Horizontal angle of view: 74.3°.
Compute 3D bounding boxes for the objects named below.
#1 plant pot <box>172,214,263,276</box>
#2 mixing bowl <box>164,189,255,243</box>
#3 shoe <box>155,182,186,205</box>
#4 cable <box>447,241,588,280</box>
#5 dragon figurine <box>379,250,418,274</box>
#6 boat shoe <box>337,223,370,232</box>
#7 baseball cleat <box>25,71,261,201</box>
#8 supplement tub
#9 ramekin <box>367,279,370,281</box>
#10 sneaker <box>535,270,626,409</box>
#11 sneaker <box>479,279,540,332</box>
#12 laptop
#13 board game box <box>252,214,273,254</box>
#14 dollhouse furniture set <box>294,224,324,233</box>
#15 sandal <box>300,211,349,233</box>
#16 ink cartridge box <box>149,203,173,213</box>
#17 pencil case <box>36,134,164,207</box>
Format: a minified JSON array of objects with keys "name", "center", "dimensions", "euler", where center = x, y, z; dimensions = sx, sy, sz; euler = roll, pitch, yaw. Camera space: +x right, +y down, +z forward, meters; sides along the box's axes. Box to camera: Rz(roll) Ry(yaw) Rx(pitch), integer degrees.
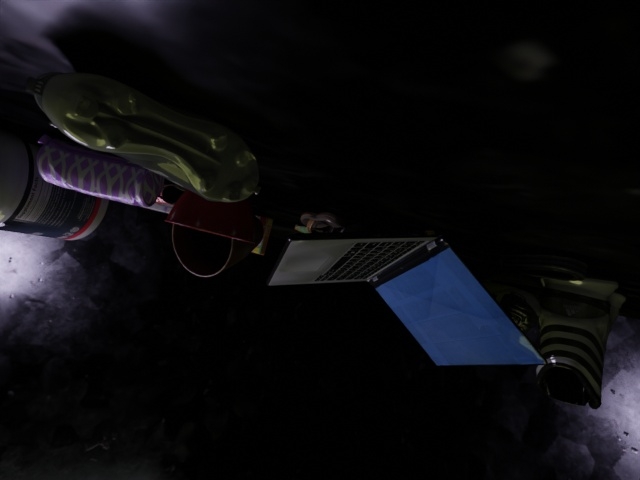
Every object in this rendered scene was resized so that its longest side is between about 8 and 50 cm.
[{"name":"plant pot","center":[-0.276,-0.020,1.256],"dimensions":[0.215,0.216,0.230],"euler":[12,-168,25]},{"name":"mixing bowl","center":[-0.208,-0.062,0.843],"dimensions":[0.181,0.098,0.181],"euler":[13,177,1]},{"name":"shoe","center":[-0.410,-0.123,1.039],"dimensions":[0.177,0.064,0.081],"euler":[9,178,-30]},{"name":"cable","center":[0.318,0.026,0.774],"dimensions":[0.139,0.072,0.287],"euler":[33,156,-26]},{"name":"dragon figurine","center":[0.234,0.063,1.189],"dimensions":[0.085,0.144,0.289],"euler":[15,145,-29]},{"name":"boat shoe","center":[0.096,0.017,0.973],"dimensions":[0.068,0.081,0.227],"euler":[-12,164,37]},{"name":"baseball cleat","center":[-0.145,-0.096,0.383],"dimensions":[0.109,0.072,0.205],"euler":[28,-179,34]},{"name":"supplement tub","center":[-0.597,-0.109,0.853],"dimensions":[0.191,0.191,0.272],"euler":[13,177,23]},{"name":"ramekin","center":[0.269,0.104,1.479],"dimensions":[0.272,0.127,0.273],"euler":[14,177,1]},{"name":"sneaker","center":[0.535,0.207,0.912],"dimensions":[0.169,0.258,0.447],"euler":[11,176,37]},{"name":"sneaker","center":[0.310,0.118,0.939],"dimensions":[0.145,0.147,0.384],"euler":[50,157,-15]},{"name":"laptop","center":[0.118,0.144,0.833],"dimensions":[0.407,0.237,0.382],"euler":[-1,164,-13]},{"name":"board game box","center":[-0.289,-0.037,1.455],"dimensions":[0.259,0.124,0.039],"euler":[12,175,31]},{"name":"dollhouse furniture set","center":[-0.018,-0.007,1.394],"dimensions":[0.076,0.059,0.151],"euler":[10,176,44]},{"name":"sandal","center":[0.003,-0.031,0.920],"dimensions":[0.072,0.049,0.180],"euler":[15,177,-24]},{"name":"ink cartridge box","center":[-0.516,-0.126,1.372],"dimensions":[0.198,0.067,0.115],"euler":[16,177,-32]},{"name":"pencil case","center":[-0.383,-0.120,0.745],"dimensions":[0.205,0.087,0.088],"euler":[12,143,1]}]
